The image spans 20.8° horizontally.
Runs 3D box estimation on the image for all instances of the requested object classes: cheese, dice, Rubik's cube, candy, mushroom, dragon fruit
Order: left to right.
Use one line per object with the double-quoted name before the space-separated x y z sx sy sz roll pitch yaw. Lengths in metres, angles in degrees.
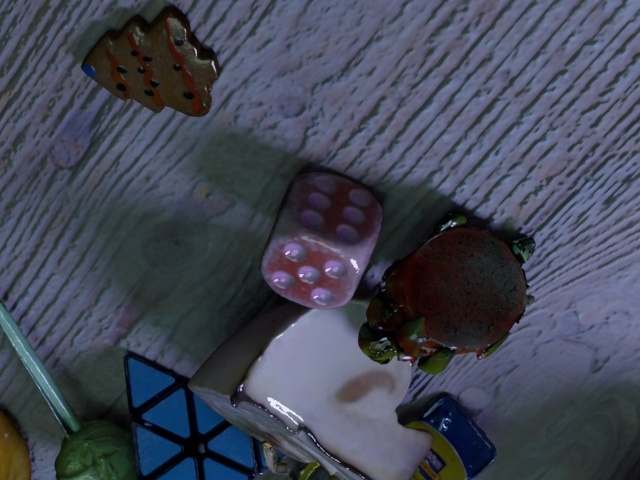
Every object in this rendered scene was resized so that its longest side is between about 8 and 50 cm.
"candy" -0.293 0.147 1.837 0.093 0.092 0.335 -29 114 -1
"Rubik's cube" -0.156 0.272 1.836 0.211 0.178 0.190 23 137 -3
"mushroom" -0.041 0.237 1.791 0.026 0.028 0.286 -7 158 0
"mushroom" -0.006 0.129 1.704 0.236 0.162 0.173 38 167 -31
"dice" 0.000 0.000 1.587 0.094 0.093 0.091 22 135 -4
"cheese" 0.068 0.270 1.796 0.177 0.069 0.270 49 112 14
"dragon fruit" 0.102 0.051 1.581 0.142 0.138 0.175 11 152 -43

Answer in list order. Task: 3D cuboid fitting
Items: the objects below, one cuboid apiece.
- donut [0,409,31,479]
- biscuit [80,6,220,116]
"donut" -0.478 0.263 1.975 0.303 0.110 0.303 9 133 10
"biscuit" -0.152 -0.153 1.546 0.130 0.019 0.119 0 131 18
